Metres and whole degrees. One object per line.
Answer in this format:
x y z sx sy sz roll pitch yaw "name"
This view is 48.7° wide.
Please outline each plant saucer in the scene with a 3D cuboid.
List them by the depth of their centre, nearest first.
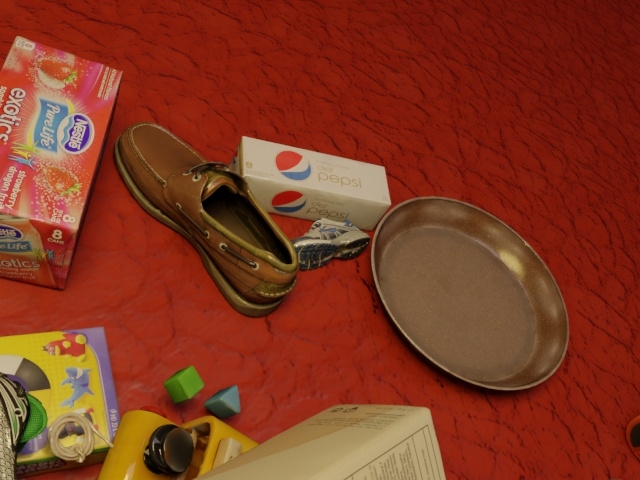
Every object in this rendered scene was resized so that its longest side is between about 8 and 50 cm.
0.202 0.073 0.989 0.311 0.050 0.310 14 51 -18 "plant saucer"

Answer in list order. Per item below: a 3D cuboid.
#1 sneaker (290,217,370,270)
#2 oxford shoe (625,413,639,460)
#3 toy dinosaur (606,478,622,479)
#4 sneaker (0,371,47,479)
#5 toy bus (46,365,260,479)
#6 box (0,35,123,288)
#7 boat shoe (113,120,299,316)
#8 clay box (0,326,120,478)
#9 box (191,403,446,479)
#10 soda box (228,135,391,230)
0.000 0.000 0.948 0.135 0.052 0.058 -8 49 -40 "sneaker"
0.534 0.328 0.934 0.098 0.097 0.271 -18 65 -43 "oxford shoe"
0.464 0.354 0.793 0.127 0.296 0.200 -59 133 -67 "toy dinosaur"
-0.314 0.130 0.568 0.146 0.134 0.343 -16 75 -40 "sneaker"
-0.110 0.212 0.648 0.202 0.104 0.190 -13 79 -53 "toy bus"
-0.316 -0.090 0.796 0.128 0.122 0.256 16 49 -17 "box"
-0.134 -0.052 0.873 0.307 0.104 0.111 45 48 11 "boat shoe"
-0.307 0.157 0.656 0.222 0.053 0.127 -3 58 -30 "clay box"
-0.031 0.247 0.555 0.311 0.121 0.147 -12 91 -47 "box"
-0.016 -0.076 0.978 0.216 0.069 0.073 9 51 -21 "soda box"
